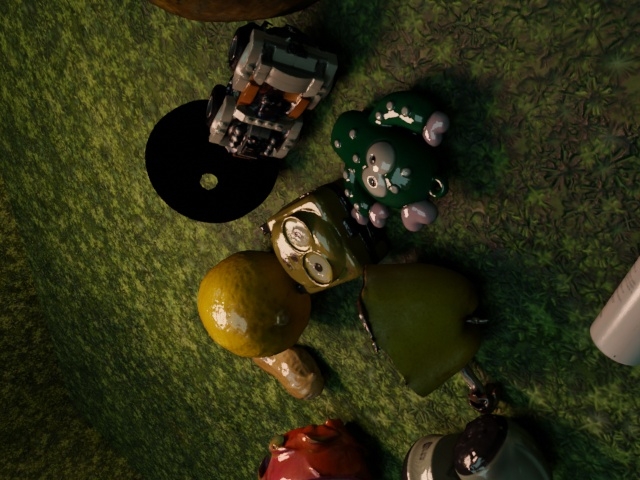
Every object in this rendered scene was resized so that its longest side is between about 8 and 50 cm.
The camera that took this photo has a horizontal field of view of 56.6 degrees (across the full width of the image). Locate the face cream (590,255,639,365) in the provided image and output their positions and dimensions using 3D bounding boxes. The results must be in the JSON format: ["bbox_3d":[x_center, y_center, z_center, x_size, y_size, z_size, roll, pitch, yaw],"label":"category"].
[{"bbox_3d":[0.467,0.038,0.785,0.092,0.092,0.311,34,136,25],"label":"face cream"}]

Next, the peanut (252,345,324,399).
[{"bbox_3d":[-0.095,0.307,1.526,0.263,0.101,0.117,31,109,31],"label":"peanut"}]

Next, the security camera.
[{"bbox_3d":[0.307,0.446,1.150,0.191,0.197,0.277,46,134,-3],"label":"security camera"}]

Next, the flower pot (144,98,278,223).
[{"bbox_3d":[-0.236,-0.148,1.278,0.269,0.269,0.166,55,159,2],"label":"flower pot"}]

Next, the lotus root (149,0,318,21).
[{"bbox_3d":[-0.134,-0.447,0.885,0.250,0.346,0.250,20,120,38],"label":"lotus root"}]

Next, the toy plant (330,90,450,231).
[{"bbox_3d":[0.119,-0.132,1.006,0.243,0.113,0.232,9,111,46],"label":"toy plant"}]

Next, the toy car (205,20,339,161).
[{"bbox_3d":[-0.092,-0.250,1.079,0.301,0.193,0.118,-51,36,47],"label":"toy car"}]

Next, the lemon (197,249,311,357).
[{"bbox_3d":[-0.153,0.142,1.355,0.320,0.245,0.245,14,126,60],"label":"lemon"}]

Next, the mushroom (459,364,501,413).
[{"bbox_3d":[0.279,0.250,1.155,0.187,0.061,0.060,56,149,19],"label":"mushroom"}]

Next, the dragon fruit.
[{"bbox_3d":[-0.017,0.573,1.511,0.189,0.291,0.290,-109,24,-43],"label":"dragon fruit"}]

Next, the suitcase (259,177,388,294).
[{"bbox_3d":[0.000,0.000,1.188,0.235,0.143,0.193,-25,96,49],"label":"suitcase"}]

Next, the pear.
[{"bbox_3d":[0.200,0.131,1.066,0.178,0.267,0.266,-28,95,17],"label":"pear"}]
